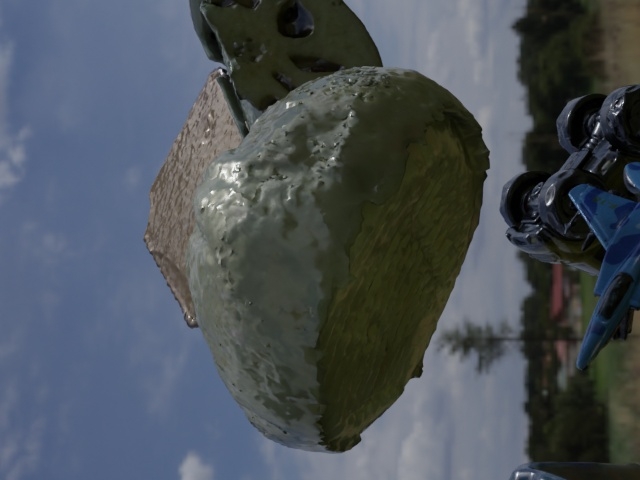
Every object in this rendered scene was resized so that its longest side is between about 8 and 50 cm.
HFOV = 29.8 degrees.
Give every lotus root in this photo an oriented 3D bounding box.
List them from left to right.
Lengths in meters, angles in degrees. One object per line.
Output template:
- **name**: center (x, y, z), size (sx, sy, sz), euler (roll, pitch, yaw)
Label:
- **lotus root**: center (-0.024, -0.134, 1.006), size (0.235, 0.138, 0.119), euler (61, 160, 24)

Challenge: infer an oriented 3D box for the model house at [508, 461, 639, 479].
- **model house**: center (0.250, 0.372, 0.784), size (0.445, 0.400, 0.395), euler (-3, -77, -73)

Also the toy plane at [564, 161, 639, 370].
- **toy plane**: center (0.258, 0.022, 0.966), size (0.246, 0.169, 0.078), euler (-55, -31, -30)

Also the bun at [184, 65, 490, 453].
- **bun**: center (0.000, 0.000, 0.786), size (0.259, 0.152, 0.259), euler (-46, -33, -41)

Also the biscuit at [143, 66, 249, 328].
- **biscuit**: center (-0.128, -0.050, 1.360), size (0.237, 0.013, 0.232), euler (-59, 41, 22)

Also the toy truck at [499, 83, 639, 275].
- **toy truck**: center (0.310, -0.053, 1.266), size (0.224, 0.165, 0.147), euler (-51, 12, -9)
